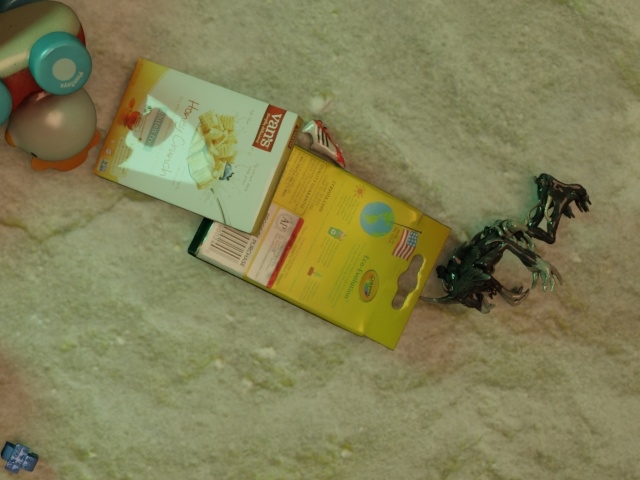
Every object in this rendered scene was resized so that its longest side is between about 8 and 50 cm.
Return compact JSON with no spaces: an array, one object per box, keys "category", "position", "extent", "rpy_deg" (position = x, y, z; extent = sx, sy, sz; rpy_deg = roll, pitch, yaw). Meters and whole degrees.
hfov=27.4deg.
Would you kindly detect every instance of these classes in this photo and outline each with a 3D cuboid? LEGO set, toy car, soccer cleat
[{"category":"LEGO set","position":[-0.453,0.293,1.728],"extent":[0.227,0.093,0.087],"rpy_deg":[27,86,-15]},{"category":"toy car","position":[-0.378,-0.171,1.695],"extent":[0.210,0.219,0.238],"rpy_deg":[-28,129,-12]},{"category":"soccer cleat","position":[0.005,-0.133,1.864],"extent":[0.036,0.029,0.083],"rpy_deg":[-34,98,-2]}]

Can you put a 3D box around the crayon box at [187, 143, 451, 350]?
[{"category":"crayon box","position":[0.000,0.000,1.842],"extent":[0.319,0.081,0.202],"rpy_deg":[28,86,-15]}]

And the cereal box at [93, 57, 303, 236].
[{"category":"cereal box","position":[-0.163,-0.125,1.754],"extent":[0.240,0.047,0.173],"rpy_deg":[20,86,13]}]

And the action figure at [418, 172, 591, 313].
[{"category":"action figure","position":[0.275,0.028,1.883],"extent":[0.276,0.164,0.141],"rpy_deg":[-43,98,-15]}]
